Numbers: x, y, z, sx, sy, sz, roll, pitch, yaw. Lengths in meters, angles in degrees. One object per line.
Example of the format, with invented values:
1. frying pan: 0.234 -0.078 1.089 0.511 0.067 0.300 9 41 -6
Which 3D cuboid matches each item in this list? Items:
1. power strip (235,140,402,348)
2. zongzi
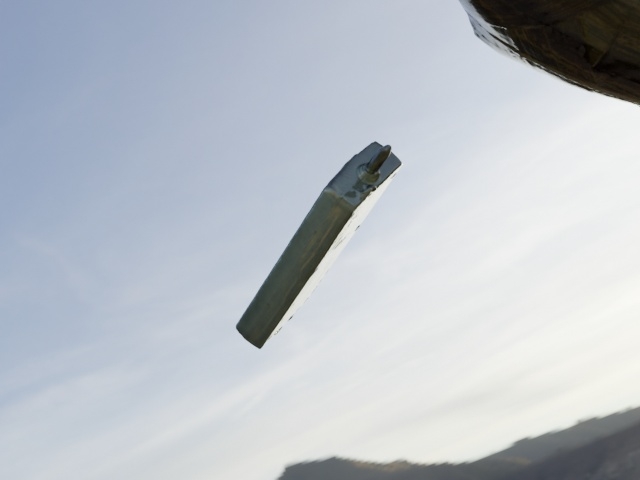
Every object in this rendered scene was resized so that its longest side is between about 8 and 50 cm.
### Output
1. power strip: 0.000 0.000 0.465 0.051 0.019 0.136 -43 -10 -43
2. zongzi: 0.141 -0.126 0.508 0.184 0.187 0.084 13 -75 -63
